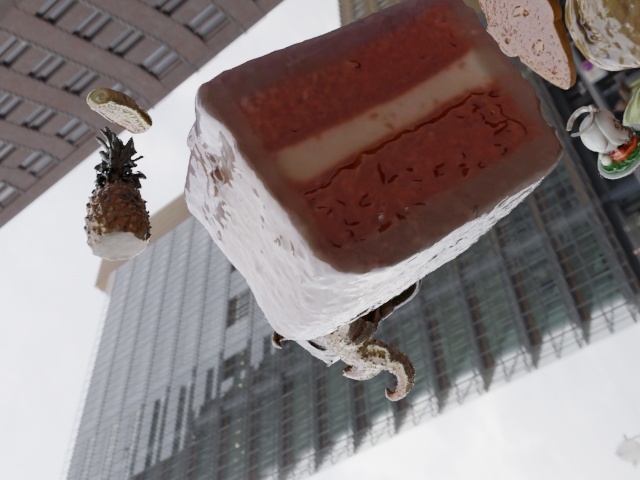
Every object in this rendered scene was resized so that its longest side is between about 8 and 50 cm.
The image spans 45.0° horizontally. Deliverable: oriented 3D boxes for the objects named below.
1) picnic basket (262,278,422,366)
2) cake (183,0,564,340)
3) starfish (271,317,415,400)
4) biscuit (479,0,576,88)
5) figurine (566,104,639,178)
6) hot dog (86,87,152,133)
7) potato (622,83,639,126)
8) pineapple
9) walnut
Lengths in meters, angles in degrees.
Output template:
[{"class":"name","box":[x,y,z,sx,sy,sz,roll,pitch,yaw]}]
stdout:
[{"class":"picnic basket","box":[0.065,0.075,1.723,0.293,0.337,0.337,39,-150,-25]},{"class":"cake","box":[0.046,-0.072,0.768,0.237,0.309,0.230,57,160,12]},{"class":"starfish","box":[0.029,0.173,1.389,0.113,0.303,0.312,-49,-60,-24]},{"class":"biscuit","box":[0.347,-0.377,1.311,0.280,0.043,0.183,51,160,5]},{"class":"figurine","box":[0.573,-0.211,1.572,0.153,0.132,0.132,28,-145,-24]},{"class":"hot dog","box":[-0.379,-0.253,1.488,0.215,0.066,0.047,27,-128,-77]},{"class":"potato","box":[0.782,-0.274,1.744,0.228,0.197,0.148,97,152,-56]},{"class":"pineapple","box":[-0.508,-0.125,1.916,0.169,0.169,0.340,26,-137,-50]},{"class":"walnut","box":[0.462,-0.355,1.205,0.184,0.155,0.155,48,-154,-11]}]
